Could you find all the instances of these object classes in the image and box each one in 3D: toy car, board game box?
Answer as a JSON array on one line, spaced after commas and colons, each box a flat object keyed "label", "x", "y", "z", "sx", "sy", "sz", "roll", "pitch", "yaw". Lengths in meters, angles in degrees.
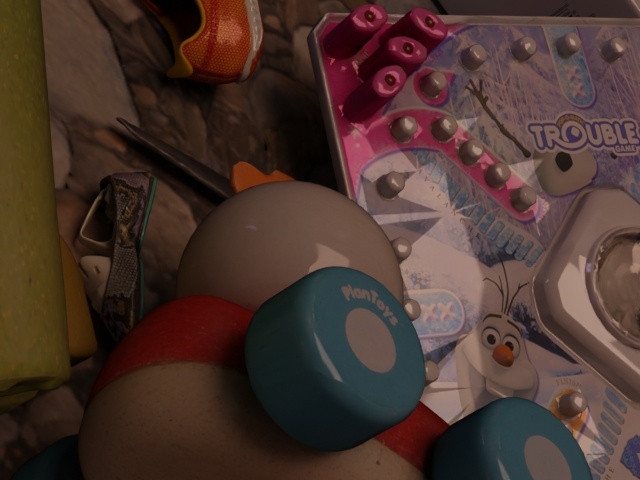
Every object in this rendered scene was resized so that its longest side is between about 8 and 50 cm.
[{"label": "toy car", "x": -0.002, "y": 0.060, "z": 0.827, "sx": 0.210, "sy": 0.219, "sz": 0.238, "roll": 36, "pitch": 40, "yaw": -23}, {"label": "board game box", "x": 0.205, "y": 0.030, "z": 1.081, "sx": 0.390, "sy": 0.050, "sz": 0.390, "roll": -4, "pitch": 74, "yaw": -30}]

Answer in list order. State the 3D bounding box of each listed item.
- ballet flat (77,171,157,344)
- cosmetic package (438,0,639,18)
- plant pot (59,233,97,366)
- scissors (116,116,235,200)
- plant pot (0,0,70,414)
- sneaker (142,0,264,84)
[{"label": "ballet flat", "x": -0.111, "y": 0.010, "z": 0.903, "sx": 0.041, "sy": 0.041, "sz": 0.114, "roll": 28, "pitch": 45, "yaw": -31}, {"label": "cosmetic package", "x": 0.235, "y": -0.175, "z": 1.322, "sx": 0.224, "sy": 0.138, "sz": 0.224, "roll": 55, "pitch": 39, "yaw": 0}, {"label": "plant pot", "x": -0.152, "y": 0.034, "z": 0.802, "sx": 0.083, "sy": 0.081, "sz": 0.081, "roll": 21, "pitch": 47, "yaw": -56}, {"label": "scissors", "x": 0.000, "y": 0.000, "z": 1.041, "sx": 0.297, "sy": 0.021, "sz": 0.109, "roll": 42, "pitch": 42, "yaw": -15}, {"label": "plant pot", "x": -0.211, "y": -0.045, "z": 0.674, "sx": 0.276, "sy": 0.276, "sz": 0.254, "roll": -5, "pitch": 78, "yaw": -49}, {"label": "sneaker", "x": -0.081, "y": -0.175, "z": 1.048, "sx": 0.067, "sy": 0.064, "sz": 0.175, "roll": 3, "pitch": 54, "yaw": -26}]
